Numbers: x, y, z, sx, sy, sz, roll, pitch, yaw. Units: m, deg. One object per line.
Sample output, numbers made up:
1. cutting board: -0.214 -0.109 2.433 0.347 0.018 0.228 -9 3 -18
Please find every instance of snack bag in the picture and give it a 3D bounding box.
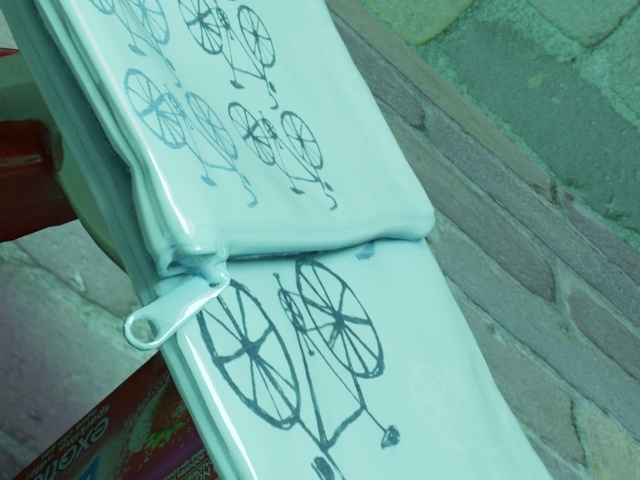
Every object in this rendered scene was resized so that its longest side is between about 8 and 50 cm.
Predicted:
1. snack bag: 0.000 0.000 0.555 0.342 0.037 0.323 64 19 7

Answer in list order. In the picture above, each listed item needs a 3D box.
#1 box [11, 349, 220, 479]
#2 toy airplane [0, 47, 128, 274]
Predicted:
1. box: -0.075 0.158 0.620 0.128 0.257 0.123 38 27 -24
2. toy airplane: -0.234 -0.014 0.624 0.384 0.272 0.386 35 54 4
